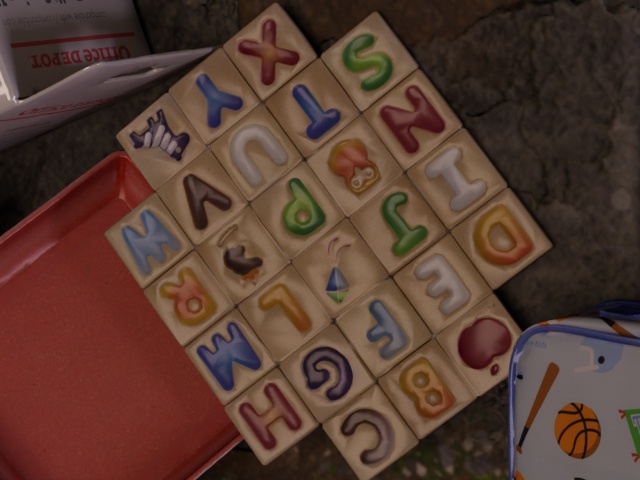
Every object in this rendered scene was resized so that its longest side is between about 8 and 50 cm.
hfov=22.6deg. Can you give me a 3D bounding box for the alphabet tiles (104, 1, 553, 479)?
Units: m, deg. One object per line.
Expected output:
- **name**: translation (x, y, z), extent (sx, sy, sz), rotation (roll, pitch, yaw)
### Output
- **alphabet tiles**: translation (0.000, 0.000, 1.242), extent (0.285, 0.011, 0.342), rotation (-38, 81, 12)

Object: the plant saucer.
- **plant saucer**: translation (-0.178, 0.097, 1.299), extent (0.259, 0.048, 0.258), rotation (-39, 77, -17)

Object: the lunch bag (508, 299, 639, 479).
- **lunch bag**: translation (0.266, 0.159, 1.079), extent (0.303, 0.115, 0.243), rotation (8, 101, 45)

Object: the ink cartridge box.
- **ink cartridge box**: translation (-0.277, -0.137, 1.289), extent (0.353, 0.207, 0.119), rotation (-20, 91, 28)
